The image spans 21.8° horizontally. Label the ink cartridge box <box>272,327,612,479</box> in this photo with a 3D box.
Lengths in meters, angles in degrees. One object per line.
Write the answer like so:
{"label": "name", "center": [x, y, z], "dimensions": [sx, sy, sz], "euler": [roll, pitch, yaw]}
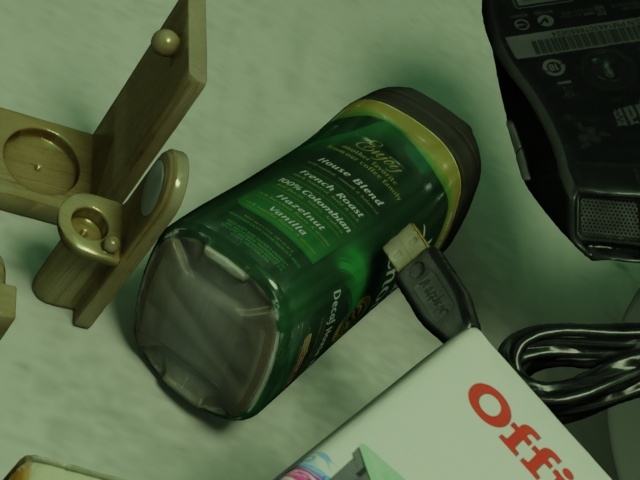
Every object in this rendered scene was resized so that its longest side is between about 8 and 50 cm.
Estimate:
{"label": "ink cartridge box", "center": [0.017, 0.183, 0.547], "dimensions": [0.201, 0.117, 0.278], "euler": [49, 44, 7]}

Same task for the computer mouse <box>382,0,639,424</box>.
{"label": "computer mouse", "center": [0.108, -0.022, 0.761], "dimensions": [0.184, 0.060, 0.262], "euler": [-15, 54, -12]}

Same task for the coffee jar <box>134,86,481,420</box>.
{"label": "coffee jar", "center": [0.000, 0.000, 0.775], "dimensions": [0.079, 0.096, 0.184], "euler": [35, 43, 16]}

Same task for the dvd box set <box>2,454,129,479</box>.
{"label": "dvd box set", "center": [0.003, 0.305, 0.574], "dimensions": [0.308, 0.062, 0.420], "euler": [19, 49, -22]}

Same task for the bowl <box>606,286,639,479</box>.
{"label": "bowl", "center": [0.250, 0.117, 0.833], "dimensions": [0.298, 0.134, 0.297], "euler": [18, 49, -22]}

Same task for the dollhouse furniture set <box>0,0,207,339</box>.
{"label": "dollhouse furniture set", "center": [-0.140, -0.038, 0.690], "dimensions": [0.151, 0.123, 0.144], "euler": [15, 50, -25]}
